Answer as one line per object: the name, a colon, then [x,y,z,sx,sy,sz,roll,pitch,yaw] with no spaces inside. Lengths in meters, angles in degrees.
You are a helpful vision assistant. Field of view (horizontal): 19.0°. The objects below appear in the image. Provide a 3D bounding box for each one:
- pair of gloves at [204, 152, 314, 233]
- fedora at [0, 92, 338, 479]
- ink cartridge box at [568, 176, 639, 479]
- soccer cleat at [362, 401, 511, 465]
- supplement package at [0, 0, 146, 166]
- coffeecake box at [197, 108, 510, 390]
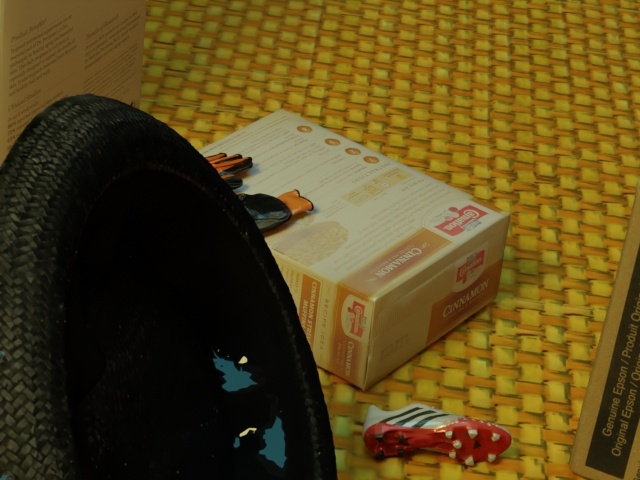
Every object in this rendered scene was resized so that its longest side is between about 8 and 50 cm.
pair of gloves: [-0.055,-0.027,1.147,0.074,0.010,0.083,-20,43,-35]
fedora: [-0.115,0.097,0.869,0.152,0.334,0.334,-18,25,19]
ink cartridge box: [0.230,0.011,1.093,0.088,0.193,0.234,18,32,17]
soccer cleat: [0.064,0.105,1.064,0.083,0.029,0.035,0,35,-2]
supplement package: [-0.243,-0.186,1.261,0.198,0.262,0.199,18,32,17]
coffeecake box: [0.000,0.000,1.186,0.185,0.068,0.142,26,37,30]
